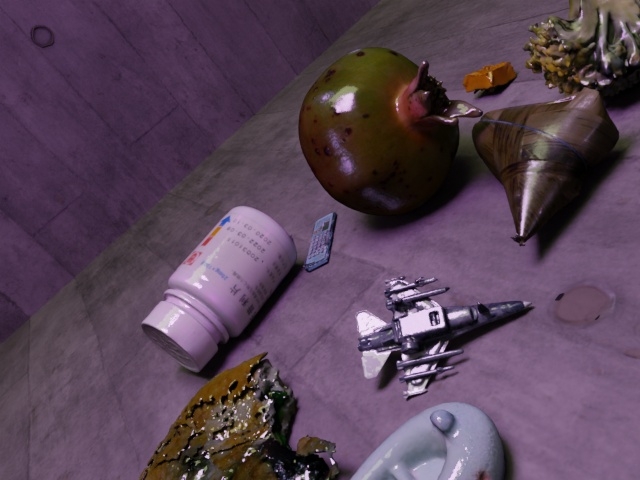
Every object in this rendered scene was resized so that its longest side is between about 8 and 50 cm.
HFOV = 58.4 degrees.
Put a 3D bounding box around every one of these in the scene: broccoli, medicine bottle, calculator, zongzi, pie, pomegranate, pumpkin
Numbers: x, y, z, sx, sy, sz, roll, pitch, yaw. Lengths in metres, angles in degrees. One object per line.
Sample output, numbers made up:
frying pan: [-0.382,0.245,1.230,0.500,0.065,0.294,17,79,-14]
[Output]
broccoli: [0.421,-0.338,0.904,0.242,0.273,0.180,-42,-9,-10]
medicine bottle: [-0.186,0.087,1.069,0.170,0.170,0.293,-3,42,52]
calculator: [0.000,0.000,1.146,0.057,0.018,0.172,-26,26,24]
zongzi: [0.274,-0.095,0.826,0.242,0.112,0.221,-54,25,-12]
pie: [-0.124,0.303,0.733,0.296,0.078,0.371,-43,26,-4]
pomegranate: [0.116,-0.208,0.972,0.323,0.290,0.291,-53,8,47]
pumpkin: [0.349,-0.331,1.181,0.083,0.054,0.074,-27,21,-27]

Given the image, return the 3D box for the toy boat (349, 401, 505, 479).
toy boat: [0.086,0.239,0.550,0.207,0.079,0.134,-43,22,-4]

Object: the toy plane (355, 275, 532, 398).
toy plane: [0.135,0.104,0.706,0.234,0.082,0.160,-25,54,29]
